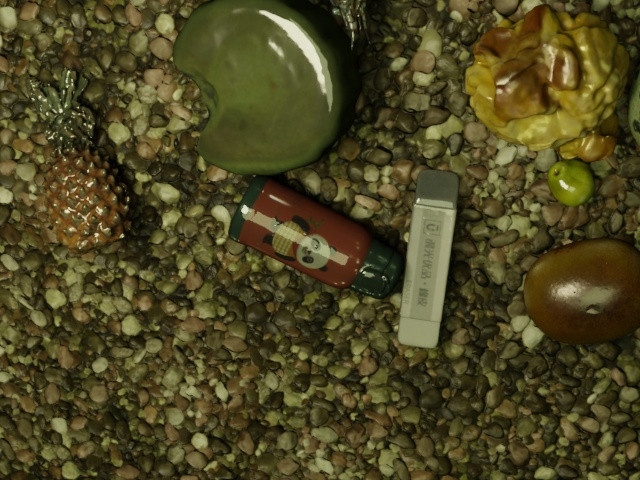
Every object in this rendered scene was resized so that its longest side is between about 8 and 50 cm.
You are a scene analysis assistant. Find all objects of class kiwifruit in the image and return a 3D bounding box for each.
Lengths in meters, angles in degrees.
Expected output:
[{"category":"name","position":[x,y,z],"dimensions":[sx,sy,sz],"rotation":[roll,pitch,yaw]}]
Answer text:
[{"category":"kiwifruit","position":[0.489,0.095,1.944],"dimensions":[0.234,0.196,0.195],"rotation":[-7,106,19]}]

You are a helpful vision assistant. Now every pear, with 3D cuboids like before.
[{"category":"pear","position":[0.465,-0.107,1.941],"dimensions":[0.092,0.092,0.097],"rotation":[-42,138,19]}]

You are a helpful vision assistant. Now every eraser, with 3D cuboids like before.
[{"category":"eraser","position":[0.209,0.038,2.045],"dimensions":[0.089,0.061,0.351],"rotation":[8,110,8]}]

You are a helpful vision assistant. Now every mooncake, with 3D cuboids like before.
[{"category":"mooncake","position":[-0.094,-0.294,1.926],"dimensions":[0.351,0.187,0.351],"rotation":[6,107,18]}]

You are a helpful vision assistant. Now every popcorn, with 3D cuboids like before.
[{"category":"popcorn","position":[0.411,-0.273,1.835],"dimensions":[0.332,0.225,0.265],"rotation":[32,124,-24]}]

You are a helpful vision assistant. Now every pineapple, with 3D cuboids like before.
[{"category":"pineapple","position":[-0.488,-0.155,2.071],"dimensions":[0.175,0.175,0.361],"rotation":[-20,94,16]}]

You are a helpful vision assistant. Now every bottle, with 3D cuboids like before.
[{"category":"bottle","position":[0.000,0.000,2.032],"dimensions":[0.336,0.144,0.144],"rotation":[25,110,-1]}]

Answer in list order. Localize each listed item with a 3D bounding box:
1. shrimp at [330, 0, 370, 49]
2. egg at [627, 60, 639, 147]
[{"category":"shrimp","position":[0.039,-0.550,1.838],"dimensions":[0.221,0.166,0.410],"rotation":[-14,83,-27]},{"category":"egg","position":[0.619,-0.239,1.820],"dimensions":[0.177,0.177,0.228],"rotation":[-9,93,13]}]
